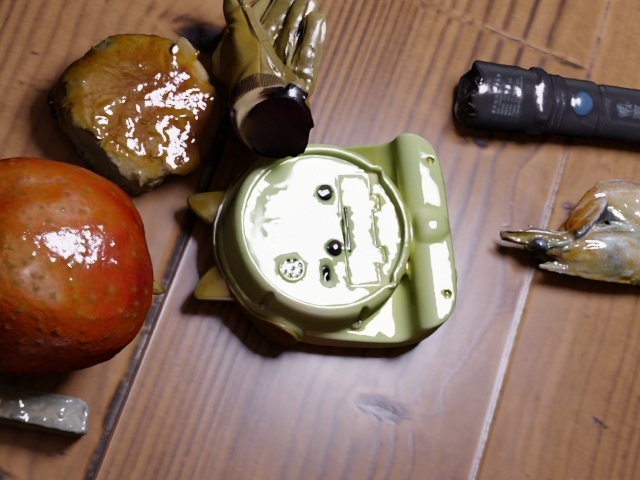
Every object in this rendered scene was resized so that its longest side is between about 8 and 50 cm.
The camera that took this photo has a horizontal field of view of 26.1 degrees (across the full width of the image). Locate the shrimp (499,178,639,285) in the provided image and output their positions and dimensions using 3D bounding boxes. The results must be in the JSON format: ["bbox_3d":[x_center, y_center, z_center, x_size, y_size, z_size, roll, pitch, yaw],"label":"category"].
[{"bbox_3d":[0.406,-0.017,1.987,0.317,0.077,0.168,6,61,-17],"label":"shrimp"}]

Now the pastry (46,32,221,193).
[{"bbox_3d":[-0.251,-0.175,1.854,0.229,0.100,0.218,11,73,-16],"label":"pastry"}]

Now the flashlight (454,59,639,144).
[{"bbox_3d":[0.408,-0.187,2.029,0.424,0.103,0.103,7,70,-13],"label":"flashlight"}]

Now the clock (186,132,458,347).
[{"bbox_3d":[0.000,0.000,1.848,0.348,0.117,0.286,-2,72,-15],"label":"clock"}]

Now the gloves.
[{"bbox_3d":[-0.072,-0.235,1.882,0.154,0.141,0.331,10,36,-12],"label":"gloves"}]

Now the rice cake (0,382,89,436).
[{"bbox_3d":[-0.412,0.200,1.708,0.256,0.057,0.052,12,95,-9],"label":"rice cake"}]

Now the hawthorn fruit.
[{"bbox_3d":[-0.325,0.038,1.682,0.300,0.275,0.275,11,69,-27],"label":"hawthorn fruit"}]
